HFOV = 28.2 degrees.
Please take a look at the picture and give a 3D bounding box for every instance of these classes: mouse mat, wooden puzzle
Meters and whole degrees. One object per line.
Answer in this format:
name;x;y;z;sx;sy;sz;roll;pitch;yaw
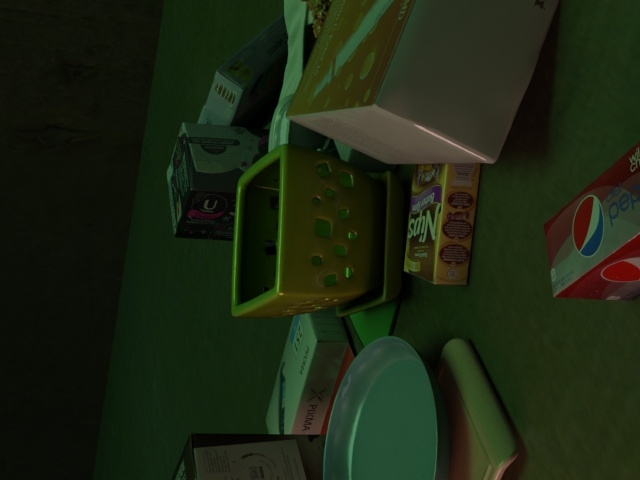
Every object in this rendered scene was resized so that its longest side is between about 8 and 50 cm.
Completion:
mouse mat;0.080;0.095;1.967;0.189;0.007;0.152;-116;34;-57
wooden puzzle;0.172;0.279;1.614;0.221;0.044;0.238;-111;35;-52

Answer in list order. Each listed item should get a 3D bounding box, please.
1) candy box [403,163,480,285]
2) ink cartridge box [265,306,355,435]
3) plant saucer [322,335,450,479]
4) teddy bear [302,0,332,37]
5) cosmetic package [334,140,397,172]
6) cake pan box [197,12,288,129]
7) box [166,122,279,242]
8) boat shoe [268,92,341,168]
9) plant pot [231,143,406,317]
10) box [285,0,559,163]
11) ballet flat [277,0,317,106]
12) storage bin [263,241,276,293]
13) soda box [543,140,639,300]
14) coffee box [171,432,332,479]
candy box;0.160;-0.040;1.681;0.109;0.053;0.186;-158;71;-70
ink cartridge box;-0.011;0.277;2.114;0.261;0.066;0.296;-111;30;-53
plant saucer;0.090;0.285;1.682;0.317;0.044;0.317;-35;50;58
teddy bear;0.010;-0.420;1.935;0.113;0.245;0.338;-30;84;41
cosmetic package;0.062;-0.214;1.956;0.231;0.086;0.117;-106;25;-49
cake pan box;-0.131;-0.269;2.348;0.246;0.070;0.267;-45;-11;-40
box;-0.132;-0.102;2.252;0.142;0.247;0.163;117;150;-47
boat shoe;-0.006;-0.079;2.063;0.103;0.118;0.320;17;115;57
plant pot;0.000;0.000;1.890;0.228;0.207;0.227;151;123;-67
box;0.113;-0.222;1.586;0.215;0.168;0.345;-69;18;-4
ballet flat;0.010;-0.332;2.101;0.139;0.139;0.400;-122;35;-60
storage bin;-0.058;0.068;2.263;0.180;0.084;0.122;169;104;-70
soda box;0.306;-0.027;1.176;0.263;0.092;0.083;129;142;-60
coffee box;-0.059;0.372;1.874;0.168;0.297;0.118;116;151;-48
